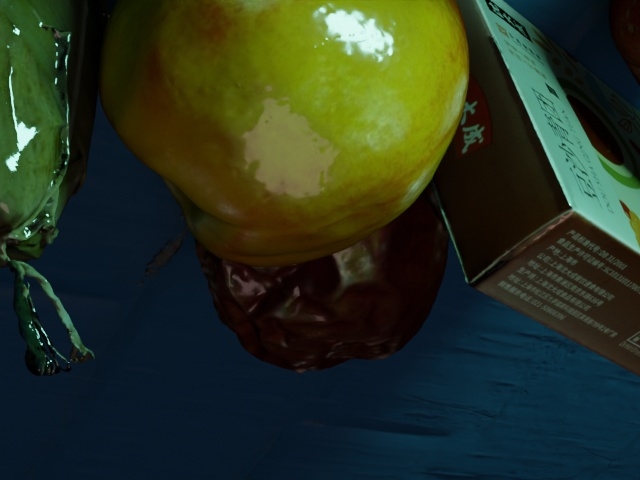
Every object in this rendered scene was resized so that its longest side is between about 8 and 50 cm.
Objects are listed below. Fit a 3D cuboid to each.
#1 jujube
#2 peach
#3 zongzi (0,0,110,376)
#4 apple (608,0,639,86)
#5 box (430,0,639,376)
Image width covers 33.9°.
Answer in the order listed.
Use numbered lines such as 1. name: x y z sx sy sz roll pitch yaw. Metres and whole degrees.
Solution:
1. jujube: 0.001 -0.001 1.153 0.276 0.276 0.377 -13 155 -3
2. peach: -0.020 -0.142 0.863 0.308 0.289 0.289 -42 139 -12
3. zongzi: -0.269 -0.161 0.755 0.181 0.447 0.418 -6 134 -1
4. apple: 0.417 -0.212 1.035 0.216 0.260 0.260 -40 135 8
5. box: 0.270 -0.052 1.098 0.385 0.344 0.122 27 126 -37
